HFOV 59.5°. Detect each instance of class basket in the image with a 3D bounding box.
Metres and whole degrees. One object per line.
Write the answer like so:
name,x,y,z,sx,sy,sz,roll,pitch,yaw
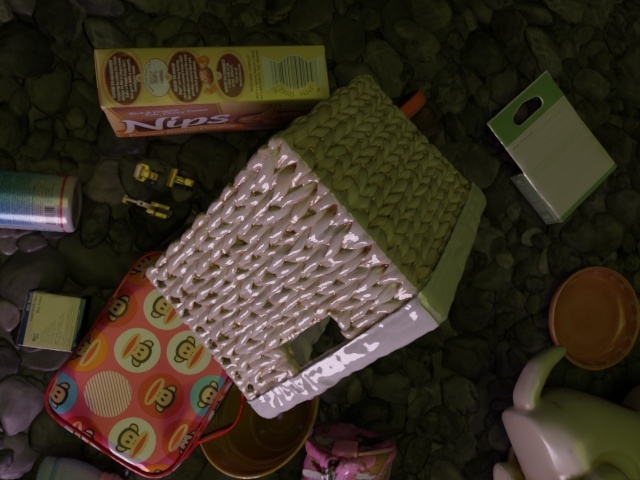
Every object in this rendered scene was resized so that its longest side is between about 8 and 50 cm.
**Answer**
basket,0.000,0.000,0.758,0.266,0.328,0.331,47,36,-7

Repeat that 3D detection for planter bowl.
planter bowl,-0.082,0.269,0.891,0.217,0.217,0.090,-52,142,-9

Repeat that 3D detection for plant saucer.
plant saucer,0.527,0.150,1.090,0.200,0.037,0.200,0,90,-13

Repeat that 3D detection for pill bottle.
pill bottle,-0.446,-0.060,0.831,0.160,0.087,0.087,4,88,-14

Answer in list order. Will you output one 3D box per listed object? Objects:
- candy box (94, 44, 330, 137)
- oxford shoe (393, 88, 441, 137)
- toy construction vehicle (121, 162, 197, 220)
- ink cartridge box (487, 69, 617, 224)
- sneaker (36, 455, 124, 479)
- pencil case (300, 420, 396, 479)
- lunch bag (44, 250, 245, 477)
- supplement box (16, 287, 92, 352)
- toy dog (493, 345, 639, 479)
candy box,-0.161,-0.223,0.852,0.316,0.183,0.087,-5,88,-14
oxford shoe,0.107,-0.141,0.964,0.271,0.097,0.098,-44,105,-10
toy construction vehicle,-0.259,-0.080,0.903,0.098,0.035,0.086,21,84,-12
ink cartridge box,0.429,-0.173,1.061,0.171,0.056,0.235,-41,95,-11
sneaker,-0.443,0.488,0.813,0.150,0.135,0.366,29,74,-4
pencil case,0.013,0.492,0.894,0.167,0.160,0.386,12,88,-26
lunch bag,-0.223,0.188,0.840,0.258,0.120,0.293,34,77,0
supplement box,-0.403,0.121,0.854,0.083,0.056,0.083,10,87,-13
toy dog,0.534,0.372,0.996,0.408,0.284,0.395,-9,73,-15
